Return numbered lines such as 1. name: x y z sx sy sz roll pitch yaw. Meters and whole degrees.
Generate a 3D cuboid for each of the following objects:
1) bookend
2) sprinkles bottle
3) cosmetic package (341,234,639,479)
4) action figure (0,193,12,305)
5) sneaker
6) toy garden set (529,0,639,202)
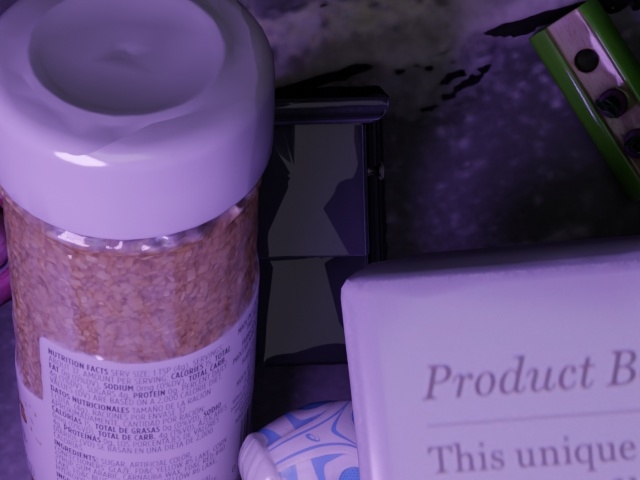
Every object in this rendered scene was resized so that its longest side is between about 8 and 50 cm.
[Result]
1. bookend: 0.000 0.000 0.914 0.072 0.157 0.156 -2 96 1
2. sprinkles bottle: -0.087 0.043 0.839 0.121 0.121 0.355 5 137 0
3. cosmetic package: 0.203 0.189 0.749 0.329 0.327 0.393 -5 89 8
4. action figure: -0.225 0.045 0.877 0.370 0.248 0.276 -42 95 7
5. sneaker: 0.011 0.164 0.915 0.086 0.237 0.085 -15 54 -7
6. toy garden set: 0.215 -0.164 0.925 0.244 0.049 0.204 -32 92 15
